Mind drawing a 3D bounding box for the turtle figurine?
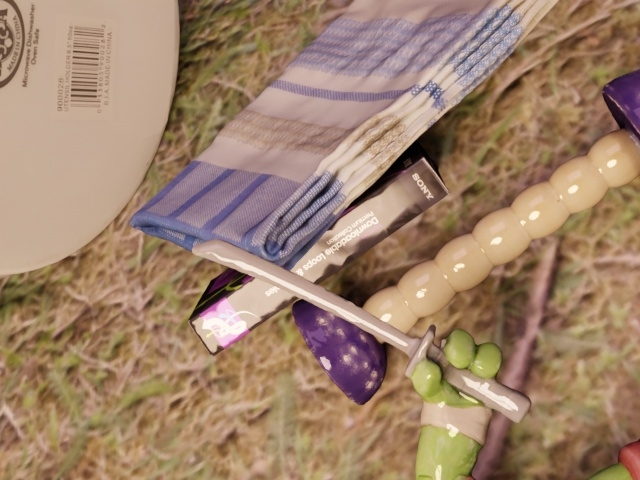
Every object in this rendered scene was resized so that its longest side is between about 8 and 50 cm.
[{"bbox_3d":[0.090,0.113,0.543,0.266,0.198,0.275,-14,94,2],"label":"turtle figurine"}]

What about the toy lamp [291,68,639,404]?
[{"bbox_3d":[0.116,-0.011,0.716,0.274,0.080,0.080,-35,48,10],"label":"toy lamp"}]

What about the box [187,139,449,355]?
[{"bbox_3d":[0.000,0.000,0.764,0.162,0.029,0.116,-33,7,6],"label":"box"}]

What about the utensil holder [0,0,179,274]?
[{"bbox_3d":[-0.343,-0.153,0.921,0.385,0.327,0.328,10,66,34],"label":"utensil holder"}]

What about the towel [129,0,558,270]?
[{"bbox_3d":[0.018,-0.095,0.789,0.285,0.034,0.209,-46,26,-15],"label":"towel"}]
